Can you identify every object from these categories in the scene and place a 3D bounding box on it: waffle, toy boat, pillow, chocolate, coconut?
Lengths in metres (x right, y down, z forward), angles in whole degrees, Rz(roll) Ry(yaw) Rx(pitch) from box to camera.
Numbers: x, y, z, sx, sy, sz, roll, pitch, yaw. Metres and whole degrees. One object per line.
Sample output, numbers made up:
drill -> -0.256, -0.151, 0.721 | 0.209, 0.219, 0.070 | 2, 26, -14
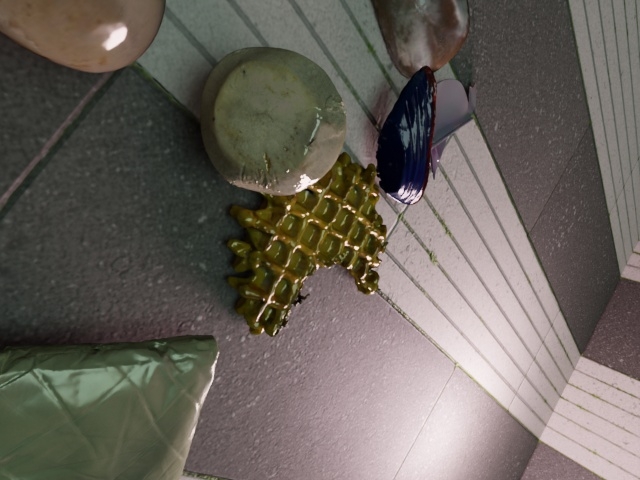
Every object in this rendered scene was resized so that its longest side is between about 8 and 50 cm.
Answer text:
waffle -> 0.000, 0.000, 0.637 | 0.292, 0.069, 0.260 | -21, 119, -36
toy boat -> 0.198, -0.206, 0.722 | 0.318, 0.071, 0.219 | -50, 143, -19
pillow -> -0.273, 0.232, 0.478 | 0.274, 0.076, 0.281 | 8, 106, -40
chocolate -> 0.154, -0.371, 0.627 | 0.157, 0.080, 0.254 | -49, 131, -16
coconut -> -0.050, -0.128, 0.486 | 0.160, 0.162, 0.161 | 0, 102, 2

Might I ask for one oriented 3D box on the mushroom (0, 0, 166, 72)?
mushroom -> -0.215, -0.220, 0.313 | 0.206, 0.209, 0.207 | 23, 59, -46
